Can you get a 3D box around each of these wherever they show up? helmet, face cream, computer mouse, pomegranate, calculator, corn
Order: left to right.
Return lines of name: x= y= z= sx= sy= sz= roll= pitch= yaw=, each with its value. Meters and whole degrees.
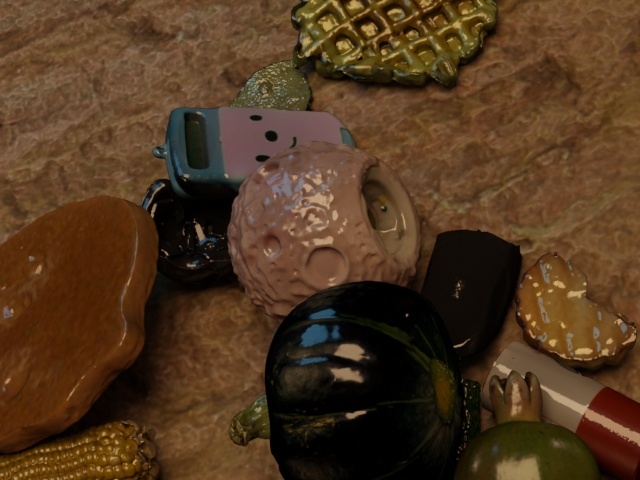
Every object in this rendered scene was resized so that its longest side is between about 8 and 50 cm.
corn: x=-0.359 y=0.315 z=1.929 sx=0.305 sy=0.106 sz=0.106 roll=-17 pitch=58 yaw=7
helmet: x=-0.170 y=-0.002 z=2.063 sx=0.177 sy=0.107 sz=0.153 roll=1 pitch=50 yaw=-7
calculator: x=-0.090 y=-0.123 z=2.082 sx=0.293 sy=0.051 sz=0.173 roll=1 pitch=47 yaw=-11
computer mouse: x=0.187 y=0.077 z=1.937 sx=0.122 sy=0.073 sz=0.217 roll=12 pitch=58 yaw=18
pomegranate: x=0.240 y=0.264 z=1.717 sx=0.179 sy=0.179 sz=0.210 roll=4 pitch=96 yaw=17
face cream: x=0.311 y=0.211 z=1.813 sx=0.214 sy=0.096 sz=0.096 roll=27 pitch=70 yaw=26

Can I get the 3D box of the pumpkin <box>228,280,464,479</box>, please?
pumpkin: x=0.032 y=0.195 z=1.762 sx=0.296 sy=0.296 sz=0.296 roll=-7 pitch=59 yaw=11

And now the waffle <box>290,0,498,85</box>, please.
waffle: x=0.113 y=-0.358 z=2.213 sx=0.317 sy=0.073 sz=0.297 roll=12 pitch=70 yaw=13

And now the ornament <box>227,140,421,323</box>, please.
ornament: x=0.000 y=0.000 z=1.929 sx=0.225 sy=0.259 sz=0.259 roll=-20 pitch=55 yaw=28

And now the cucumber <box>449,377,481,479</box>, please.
cucumber: x=0.177 y=0.267 z=1.843 sx=0.058 sy=0.058 sz=0.187 roll=-5 pitch=61 yaw=12

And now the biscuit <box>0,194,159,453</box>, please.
biscuit: x=-0.372 y=0.115 z=2.000 sx=0.385 sy=0.062 sz=0.365 roll=-26 pitch=45 yaw=23

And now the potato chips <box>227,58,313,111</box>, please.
potato chips: x=-0.081 y=-0.189 z=2.195 sx=0.142 sy=0.026 sz=0.209 roll=4 pitch=60 yaw=21

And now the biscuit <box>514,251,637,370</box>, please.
biscuit: x=0.314 y=0.103 z=1.897 sx=0.118 sy=0.061 sz=0.183 roll=-34 pitch=56 yaw=-4
